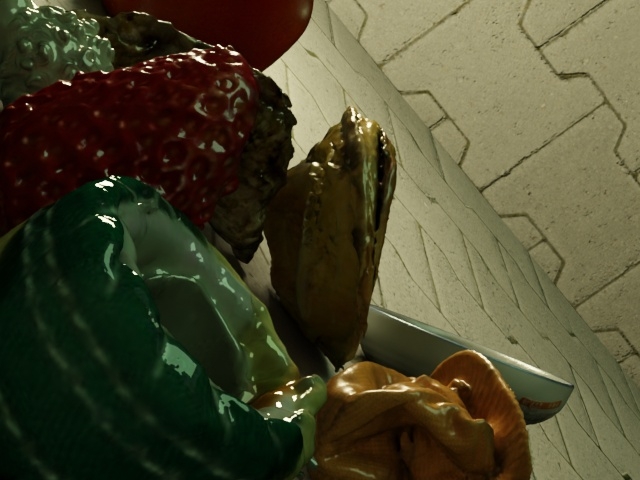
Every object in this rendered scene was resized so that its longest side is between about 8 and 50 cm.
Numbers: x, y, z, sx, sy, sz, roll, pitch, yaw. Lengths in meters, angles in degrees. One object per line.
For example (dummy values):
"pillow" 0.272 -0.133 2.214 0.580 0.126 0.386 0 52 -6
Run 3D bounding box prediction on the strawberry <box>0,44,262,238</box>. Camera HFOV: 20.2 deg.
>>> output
"strawberry" -0.147 -0.060 1.430 0.205 0.244 0.205 49 17 -21

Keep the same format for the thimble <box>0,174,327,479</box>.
"thimble" -0.126 0.097 1.267 0.288 0.167 0.254 40 19 -45

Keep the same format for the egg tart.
"egg tart" 0.000 0.000 1.965 0.297 0.132 0.297 -177 -90 -80

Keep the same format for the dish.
"dish" 0.154 0.182 2.165 0.273 0.134 0.273 23 0 0

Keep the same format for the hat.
"hat" 0.041 0.209 1.705 0.233 0.244 0.233 13 1 -27

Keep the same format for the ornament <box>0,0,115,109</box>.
"ornament" -0.289 -0.212 1.584 0.285 0.120 0.130 52 2 -19

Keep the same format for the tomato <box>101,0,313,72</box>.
"tomato" -0.153 -0.327 2.144 0.226 0.298 0.298 -23 73 -36

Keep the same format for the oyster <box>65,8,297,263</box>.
"oyster" -0.132 -0.114 1.824 0.396 0.204 0.111 43 53 -32
